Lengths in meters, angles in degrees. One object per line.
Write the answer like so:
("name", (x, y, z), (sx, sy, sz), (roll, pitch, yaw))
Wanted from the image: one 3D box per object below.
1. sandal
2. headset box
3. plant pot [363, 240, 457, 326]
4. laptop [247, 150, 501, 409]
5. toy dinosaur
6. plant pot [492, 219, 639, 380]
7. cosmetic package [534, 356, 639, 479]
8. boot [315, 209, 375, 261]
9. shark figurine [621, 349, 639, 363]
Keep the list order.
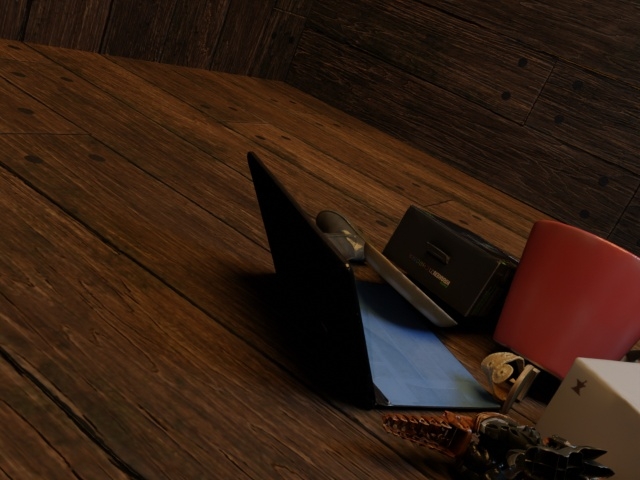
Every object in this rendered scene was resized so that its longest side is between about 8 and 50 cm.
("sandal", (0.303, 0.224, 1.056), (0.079, 0.088, 0.240), (32, 6, 26))
("headset box", (0.304, 0.056, 1.368), (0.283, 0.131, 0.246), (17, 17, -49))
("plant pot", (0.166, 0.090, 1.234), (0.236, 0.032, 0.236), (41, 3, -3))
("laptop", (0.085, 0.066, 1.046), (0.236, 0.407, 0.382), (-22, 36, -15))
("toy dinosaur", (0.233, 0.292, 0.810), (0.322, 0.164, 0.218), (1, 9, -8))
("plant pot", (0.466, 0.131, 1.187), (0.275, 0.243, 0.275), (30, 1, -1))
("cosmetic package", (0.588, 0.327, 1.006), (0.453, 0.161, 0.230), (11, 23, -30))
("boot", (0.000, -0.003, 1.367), (0.209, 0.076, 0.190), (-11, 36, -46))
("shark figurine", (0.550, 0.231, 1.316), (0.278, 0.116, 0.166), (32, -13, 3))
